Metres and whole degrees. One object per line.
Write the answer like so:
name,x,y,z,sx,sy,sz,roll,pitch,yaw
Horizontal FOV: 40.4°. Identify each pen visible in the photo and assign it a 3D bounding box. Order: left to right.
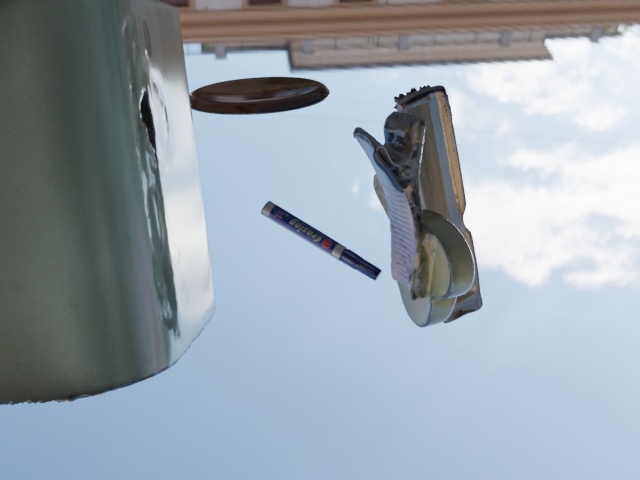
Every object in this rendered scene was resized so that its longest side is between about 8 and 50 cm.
pen,0.000,0.000,1.253,0.204,0.025,0.025,31,-129,20

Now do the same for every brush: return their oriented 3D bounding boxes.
brush,0.139,-0.037,1.026,0.060,0.321,0.050,-23,-146,-9

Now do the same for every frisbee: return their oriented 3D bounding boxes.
frisbee,-0.109,-0.253,1.502,0.251,0.021,0.251,-4,-159,1

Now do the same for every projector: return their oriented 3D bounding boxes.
projector,-0.221,-0.036,0.618,0.248,0.249,0.248,-5,-170,5

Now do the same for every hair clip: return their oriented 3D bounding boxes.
hair clip,0.084,-0.018,0.843,0.071,0.218,0.159,-20,-153,-13
